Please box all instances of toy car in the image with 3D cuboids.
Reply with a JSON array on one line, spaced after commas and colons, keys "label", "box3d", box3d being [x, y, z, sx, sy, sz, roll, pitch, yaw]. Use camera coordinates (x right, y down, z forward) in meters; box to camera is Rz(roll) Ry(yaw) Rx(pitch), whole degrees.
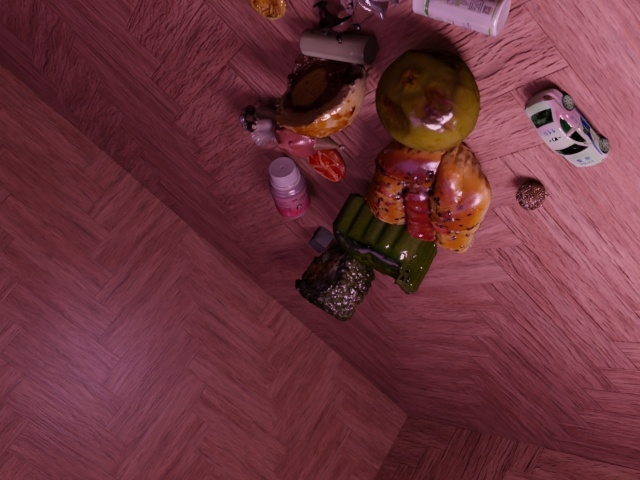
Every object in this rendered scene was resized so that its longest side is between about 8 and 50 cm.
[{"label": "toy car", "box3d": [0.554, -0.242, 1.344, 0.224, 0.076, 0.090, 42, 155, -15]}]

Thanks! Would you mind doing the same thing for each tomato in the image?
[{"label": "tomato", "box3d": [0.028, -0.274, 2.003, 0.156, 0.069, 0.155, 32, 160, 13]}]

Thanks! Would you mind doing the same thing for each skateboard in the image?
[{"label": "skateboard", "box3d": [0.029, -0.544, 1.466, 0.151, 0.067, 0.080, 43, 167, 53]}]

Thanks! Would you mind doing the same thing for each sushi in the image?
[{"label": "sushi", "box3d": [0.069, 0.162, 2.498, 0.178, 0.294, 0.352, 37, 172, -23]}]

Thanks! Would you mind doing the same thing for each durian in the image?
[{"label": "durian", "box3d": [0.563, -0.117, 1.577, 0.091, 0.080, 0.080, 6, 145, 30]}]

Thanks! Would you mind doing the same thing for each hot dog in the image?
[{"label": "hot dog", "box3d": [0.319, -0.142, 1.721, 0.367, 0.196, 0.365, 28, 153, 10]}]

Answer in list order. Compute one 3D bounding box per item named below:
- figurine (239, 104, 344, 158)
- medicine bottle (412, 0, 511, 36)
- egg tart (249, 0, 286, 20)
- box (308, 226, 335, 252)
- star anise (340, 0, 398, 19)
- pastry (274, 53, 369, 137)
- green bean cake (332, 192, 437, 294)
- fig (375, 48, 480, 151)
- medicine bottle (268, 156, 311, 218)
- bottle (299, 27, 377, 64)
[{"label": "figurine", "box3d": [-0.095, -0.358, 1.916, 0.387, 0.166, 0.207, 21, -176, 35]}, {"label": "medicine bottle", "box3d": [0.289, -0.486, 1.222, 0.183, 0.086, 0.086, 26, 155, 21]}, {"label": "egg tart", "box3d": [-0.140, -0.639, 1.555, 0.130, 0.052, 0.130, 28, 157, 13]}, {"label": "box", "box3d": [0.000, 0.000, 2.569, 0.084, 0.069, 0.122, 38, 157, -3]}, {"label": "star anise", "box3d": [0.069, -0.591, 1.298, 0.236, 0.108, 0.223, 26, -178, -13]}, {"label": "pastry", "box3d": [0.012, -0.379, 1.641, 0.256, 0.236, 0.170, 16, 168, 36]}, {"label": "green bean cake", "box3d": [0.214, 0.015, 2.057, 0.319, 0.218, 0.335, 26, 170, 28]}, {"label": "fig", "box3d": [0.261, -0.320, 1.414, 0.240, 0.239, 0.271, 21, 171, 31]}, {"label": "medicine bottle", "box3d": [-0.122, -0.200, 2.258, 0.147, 0.147, 0.247, 25, 155, 23]}, {"label": "bottle", "box3d": [0.045, -0.502, 1.539, 0.202, 0.072, 0.072, 19, 152, 32]}]
